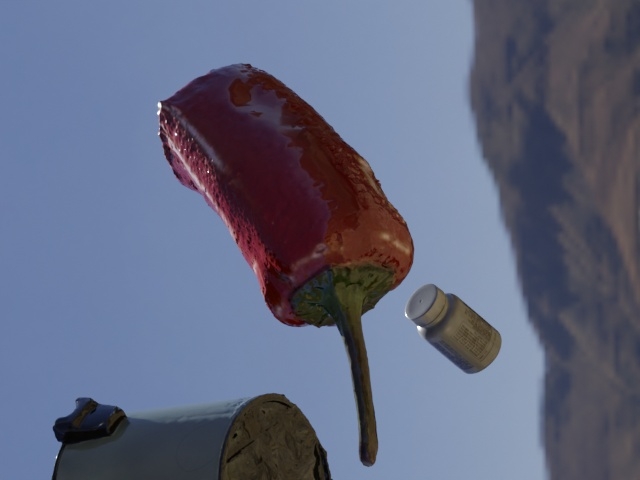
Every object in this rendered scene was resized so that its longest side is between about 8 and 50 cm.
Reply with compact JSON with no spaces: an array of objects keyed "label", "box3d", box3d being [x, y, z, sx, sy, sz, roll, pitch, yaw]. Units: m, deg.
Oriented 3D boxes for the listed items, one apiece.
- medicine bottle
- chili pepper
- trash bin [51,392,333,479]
[{"label":"medicine bottle","box3d":[0.189,0.125,2.497,0.140,0.079,0.079,39,-139,-29]},{"label":"chili pepper","box3d":[0.002,-0.004,1.332,0.338,0.131,0.134,52,162,40]},{"label":"trash bin","box3d":[-0.152,0.302,2.053,0.277,0.262,0.217,63,-143,-22]}]
